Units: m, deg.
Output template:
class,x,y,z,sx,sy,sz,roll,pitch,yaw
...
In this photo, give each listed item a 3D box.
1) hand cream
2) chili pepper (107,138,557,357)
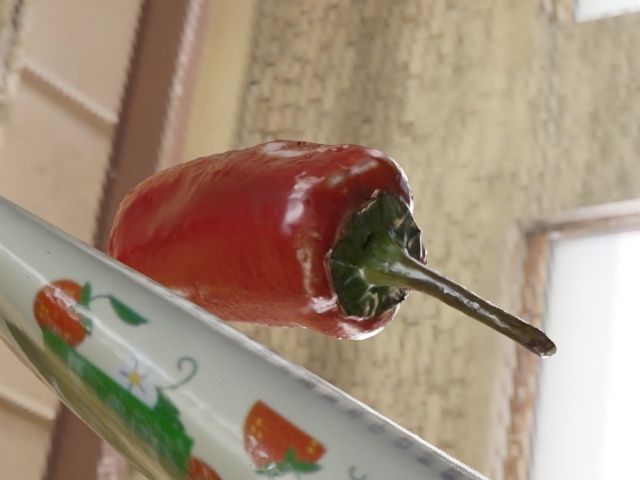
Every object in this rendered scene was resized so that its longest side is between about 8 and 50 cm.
class,x,y,z,sx,sy,sz,roll,pitch,yaw
hand cream,-0.006,0.062,0.478,0.059,0.276,0.095,-49,-25,-20
chili pepper,-0.003,-0.003,1.182,0.135,0.338,0.131,13,-99,-37
